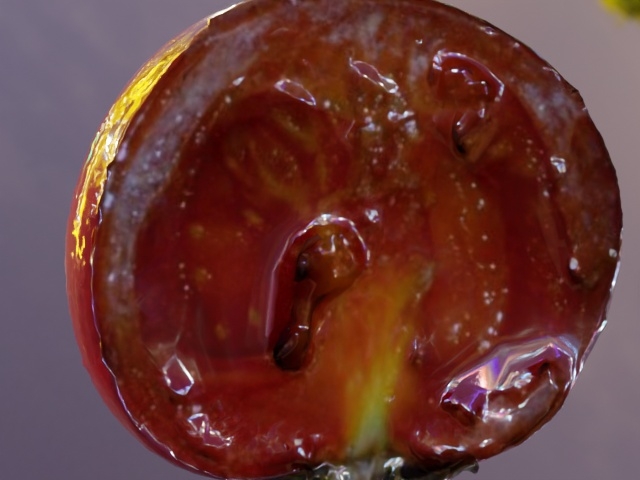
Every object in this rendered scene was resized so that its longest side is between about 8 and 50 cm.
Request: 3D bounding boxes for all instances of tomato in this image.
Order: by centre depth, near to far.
[{"bbox_3d":[0.000,0.000,0.456,0.159,0.139,0.091,-1,-175,-22],"label":"tomato"}]
